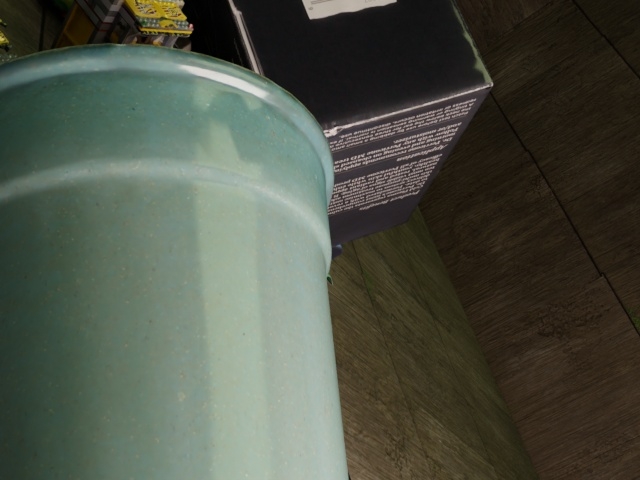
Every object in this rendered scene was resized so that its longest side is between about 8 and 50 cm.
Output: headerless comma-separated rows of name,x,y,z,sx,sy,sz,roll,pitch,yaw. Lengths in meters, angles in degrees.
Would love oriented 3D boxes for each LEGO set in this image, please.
LEGO set,-0.216,-0.152,0.751,0.331,0.192,0.255,-6,54,-49

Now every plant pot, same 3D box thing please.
plant pot,-0.125,0.107,0.547,0.341,0.341,0.334,38,34,-53

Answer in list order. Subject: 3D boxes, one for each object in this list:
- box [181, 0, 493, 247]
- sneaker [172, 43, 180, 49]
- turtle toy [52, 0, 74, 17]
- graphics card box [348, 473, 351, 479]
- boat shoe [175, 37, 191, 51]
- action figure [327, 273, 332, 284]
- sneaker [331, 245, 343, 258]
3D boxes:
box,-0.024,-0.280,1.188,0.472,0.297,0.480,114,-42,-68
sneaker,-0.173,-0.192,1.025,0.097,0.084,0.235,29,-10,37
turtle toy,-0.356,-0.358,1.142,0.130,0.066,0.095,49,41,-41
graphics card box,-0.050,0.267,0.860,0.233,0.094,0.371,36,28,-54
boat shoe,-0.251,-0.264,1.184,0.324,0.116,0.097,-105,-166,-64
action figure,-0.055,-0.026,1.459,0.137,0.063,0.232,35,32,-52
sneaker,0.000,0.000,1.606,0.144,0.053,0.059,36,25,-57
